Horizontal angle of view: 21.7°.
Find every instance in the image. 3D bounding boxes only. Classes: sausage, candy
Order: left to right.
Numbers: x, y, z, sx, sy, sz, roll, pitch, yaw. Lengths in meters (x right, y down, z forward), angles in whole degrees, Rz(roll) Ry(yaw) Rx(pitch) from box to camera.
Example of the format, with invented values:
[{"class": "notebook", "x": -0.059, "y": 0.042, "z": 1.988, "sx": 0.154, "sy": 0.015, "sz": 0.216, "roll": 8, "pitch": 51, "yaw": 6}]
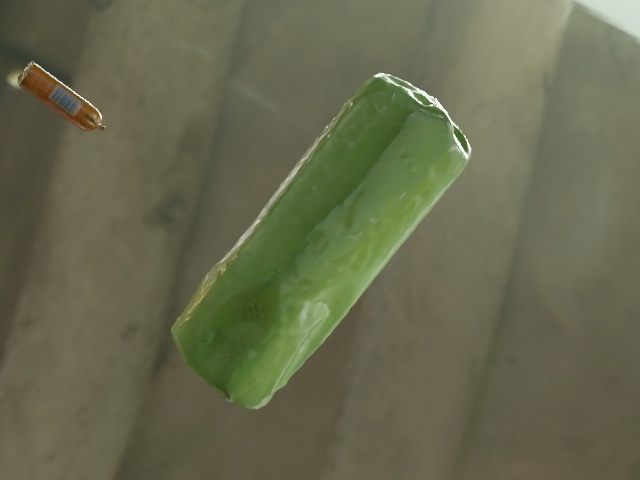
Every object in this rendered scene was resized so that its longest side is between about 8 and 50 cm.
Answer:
[{"class": "sausage", "x": -0.277, "y": -0.150, "z": 1.806, "sx": 0.107, "sy": 0.031, "sz": 0.031, "roll": 38, "pitch": -25, "yaw": -19}, {"class": "candy", "x": 0.000, "y": 0.000, "z": 1.577, "sx": 0.132, "sy": 0.343, "sz": 0.142, "roll": 38, "pitch": 3, "yaw": -6}]
